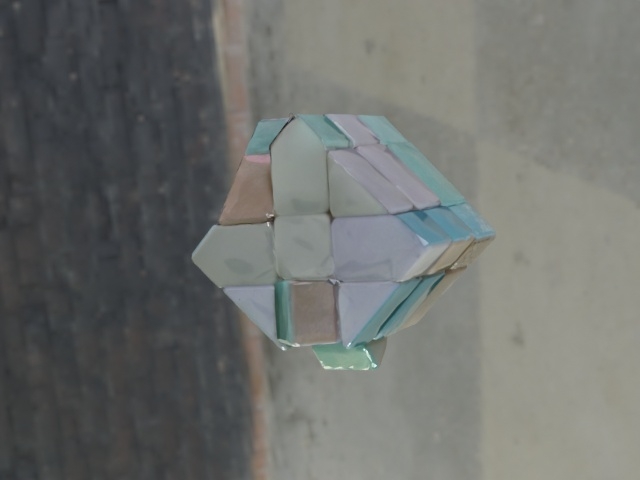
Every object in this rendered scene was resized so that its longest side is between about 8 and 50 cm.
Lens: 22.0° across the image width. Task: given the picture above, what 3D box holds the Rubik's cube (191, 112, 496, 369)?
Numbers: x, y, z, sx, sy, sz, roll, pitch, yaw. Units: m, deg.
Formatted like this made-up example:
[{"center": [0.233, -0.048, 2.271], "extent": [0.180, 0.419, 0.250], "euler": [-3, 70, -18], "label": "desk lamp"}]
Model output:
[{"center": [0.002, 0.001, 0.533], "extent": [0.073, 0.075, 0.084], "euler": [-53, 55, 21], "label": "Rubik's cube"}]
